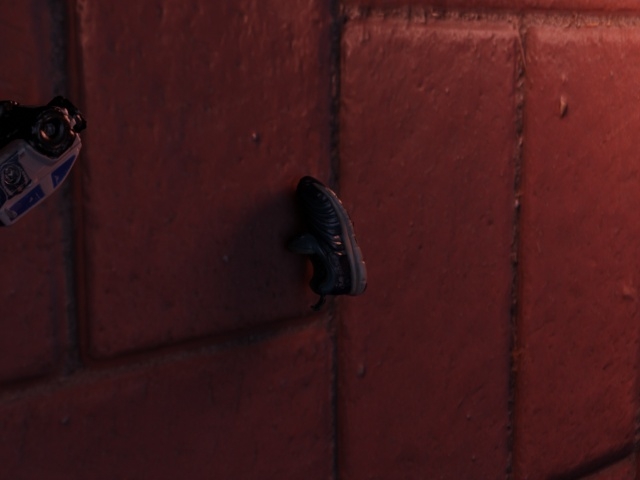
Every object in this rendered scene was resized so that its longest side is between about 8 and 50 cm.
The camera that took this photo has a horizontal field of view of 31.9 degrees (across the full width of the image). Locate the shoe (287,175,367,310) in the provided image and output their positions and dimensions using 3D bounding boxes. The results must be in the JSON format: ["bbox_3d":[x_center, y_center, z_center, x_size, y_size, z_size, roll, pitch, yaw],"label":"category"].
[{"bbox_3d":[0.000,0.000,1.188,0.071,0.064,0.143,-23,109,-19],"label":"shoe"}]

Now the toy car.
[{"bbox_3d":[-0.261,-0.057,0.908,0.170,0.080,0.070,-45,127,-30],"label":"toy car"}]
